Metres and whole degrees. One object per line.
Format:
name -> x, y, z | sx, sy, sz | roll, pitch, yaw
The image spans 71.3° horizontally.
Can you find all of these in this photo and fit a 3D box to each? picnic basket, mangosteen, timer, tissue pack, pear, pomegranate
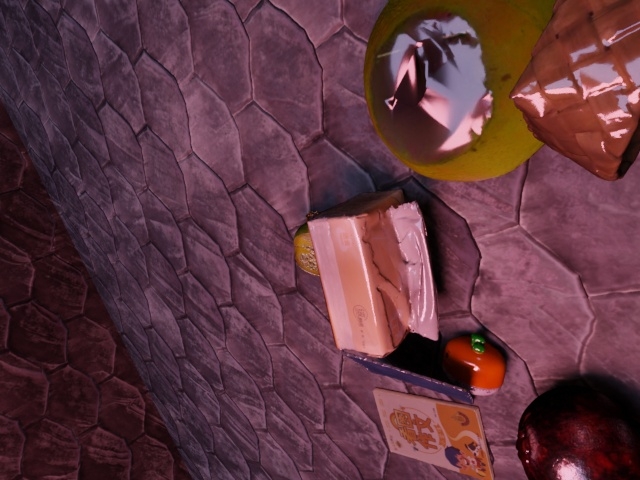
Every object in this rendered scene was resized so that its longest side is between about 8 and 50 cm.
picnic basket -> 0.431, -0.213, 0.490 | 0.337, 0.293, 0.337 | -1, 88, 34
mangosteen -> 0.495, 0.382, 0.800 | 0.265, 0.228, 0.228 | 2, 115, 8
timer -> 0.327, 0.255, 0.948 | 0.136, 0.099, 0.136 | 14, 124, 22
tissue pack -> 0.136, 0.063, 0.943 | 0.238, 0.238, 0.306 | 0, 108, 40
pear -> 0.209, -0.276, 0.749 | 0.398, 0.165, 0.399 | 18, 121, 33
pomegranate -> 0.004, -0.004, 1.080 | 0.143, 0.122, 0.169 | -1, 116, 20

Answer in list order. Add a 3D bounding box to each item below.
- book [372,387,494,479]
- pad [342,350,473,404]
book -> 0.284, 0.496, 1.156 | 0.295, 0.020, 0.208 | -6, 107, 42
pad -> 0.202, 0.308, 0.993 | 0.269, 0.012, 0.270 | 12, 161, 24
